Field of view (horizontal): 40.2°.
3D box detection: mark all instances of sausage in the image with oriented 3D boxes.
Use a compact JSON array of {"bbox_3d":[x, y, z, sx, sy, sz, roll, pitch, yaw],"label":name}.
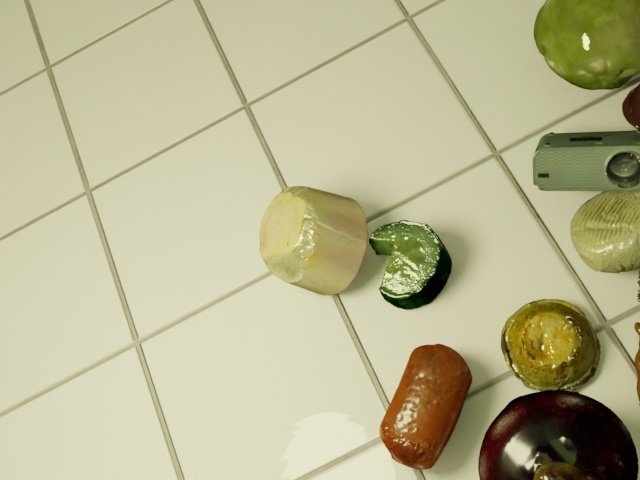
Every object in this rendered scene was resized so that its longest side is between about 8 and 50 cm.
[{"bbox_3d":[0.223,0.344,1.835,0.141,0.153,0.268,21,73,15],"label":"sausage"}]

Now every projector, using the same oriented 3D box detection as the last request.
[{"bbox_3d":[0.601,-0.179,1.925,0.250,0.198,0.108,2,107,19],"label":"projector"}]

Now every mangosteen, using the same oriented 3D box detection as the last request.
[{"bbox_3d":[0.444,0.424,1.648,0.297,0.293,0.297,-5,74,18],"label":"mangosteen"}]

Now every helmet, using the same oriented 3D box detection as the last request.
[{"bbox_3d":[0.781,-0.329,2.005,0.175,0.106,0.155,22,74,30],"label":"helmet"}]

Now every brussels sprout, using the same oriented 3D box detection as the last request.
[{"bbox_3d":[0.662,-0.486,2.052,0.316,0.243,0.274,3,42,14],"label":"brussels sprout"}]

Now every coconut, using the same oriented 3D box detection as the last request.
[{"bbox_3d":[0.000,0.000,2.029,0.239,0.244,0.239,-26,55,44],"label":"coconut"}]

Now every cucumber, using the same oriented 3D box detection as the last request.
[{"bbox_3d":[0.209,0.055,2.001,0.191,0.130,0.191,-8,69,20],"label":"cucumber"}]

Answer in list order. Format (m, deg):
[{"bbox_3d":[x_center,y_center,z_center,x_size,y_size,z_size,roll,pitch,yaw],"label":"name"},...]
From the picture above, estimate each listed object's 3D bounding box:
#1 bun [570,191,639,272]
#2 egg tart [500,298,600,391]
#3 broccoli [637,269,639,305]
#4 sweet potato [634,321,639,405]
[{"bbox_3d":[0.655,-0.017,1.878,0.220,0.134,0.220,-23,34,17],"label":"bun"},{"bbox_3d":[0.485,0.218,1.852,0.212,0.090,0.213,-6,68,16],"label":"egg tart"},{"bbox_3d":[0.748,0.118,1.759,0.219,0.194,0.194,12,64,-17],"label":"broccoli"},{"bbox_3d":[0.665,0.256,1.800,0.044,0.044,0.179,0,65,18],"label":"sweet potato"}]
